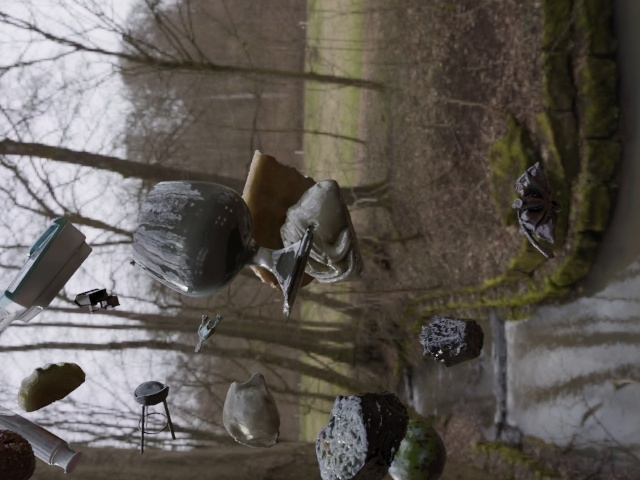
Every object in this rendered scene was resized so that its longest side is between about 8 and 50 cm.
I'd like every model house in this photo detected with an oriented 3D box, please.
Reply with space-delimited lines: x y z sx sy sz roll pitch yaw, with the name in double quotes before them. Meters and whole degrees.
"model house" -0.518 0.139 1.495 0.083 0.058 0.057 -22 -80 -55

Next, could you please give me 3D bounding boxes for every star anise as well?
"star anise" 0.531 -0.077 1.584 0.089 0.209 0.231 -6 73 45

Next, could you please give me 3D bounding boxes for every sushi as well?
"sushi" 0.113 0.539 1.734 0.210 0.171 0.350 -116 35 -41

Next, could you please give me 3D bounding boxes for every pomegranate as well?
"pomegranate" 0.288 0.730 2.260 0.242 0.306 0.242 26 -90 -88

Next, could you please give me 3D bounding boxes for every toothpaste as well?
"toothpaste" -0.752 0.483 1.631 0.066 0.323 0.100 -64 -13 -1

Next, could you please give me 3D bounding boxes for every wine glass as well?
"wine glass" -0.186 0.014 1.248 0.238 0.323 0.237 18 -90 -86

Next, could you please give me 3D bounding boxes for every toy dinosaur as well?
"toy dinosaur" -0.313 0.253 1.721 0.187 0.044 0.106 -38 27 45

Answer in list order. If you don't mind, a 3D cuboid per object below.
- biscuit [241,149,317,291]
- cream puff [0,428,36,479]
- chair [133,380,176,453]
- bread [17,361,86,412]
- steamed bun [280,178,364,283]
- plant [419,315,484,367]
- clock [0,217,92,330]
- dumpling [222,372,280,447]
"biscuit" -0.108 -0.056 2.129 0.429 0.104 0.445 43 -128 -44
"cream puff" -0.595 0.396 1.169 0.149 0.149 0.084 -89 17 -77
"chair" -0.466 0.473 1.777 0.095 0.104 0.221 38 133 38
"bread" -0.650 0.336 1.528 0.083 0.157 0.094 37 155 33
"steamed bun" -0.003 -0.010 1.970 0.324 0.220 0.309 68 -174 -80
"plant" 0.385 0.302 1.939 0.129 0.195 0.132 46 -130 -26
"clock" -0.660 0.094 1.504 0.262 0.116 0.231 -28 32 48
"dumpling" -0.167 0.416 1.553 0.118 0.136 0.198 -100 2 -82
